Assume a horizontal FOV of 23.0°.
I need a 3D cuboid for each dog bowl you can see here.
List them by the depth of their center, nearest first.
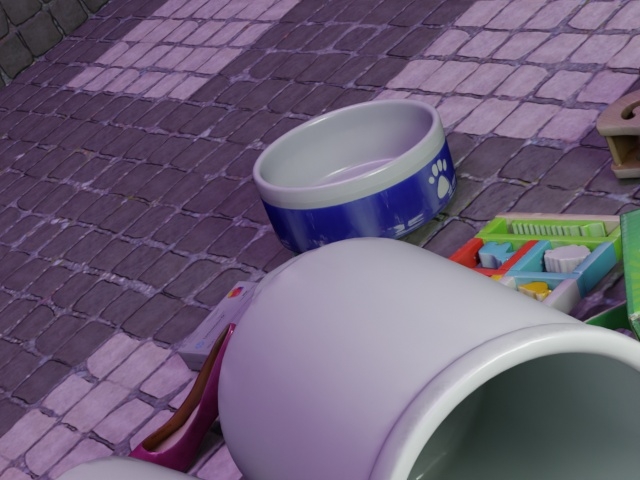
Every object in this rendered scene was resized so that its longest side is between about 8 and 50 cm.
[{"bbox_3d":[0.048,-0.089,2.138,0.265,0.104,0.265,-16,24,7],"label":"dog bowl"}]

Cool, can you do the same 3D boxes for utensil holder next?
[{"bbox_3d":[0.113,0.182,1.435,0.327,0.327,0.385,-37,26,-11],"label":"utensil holder"}]

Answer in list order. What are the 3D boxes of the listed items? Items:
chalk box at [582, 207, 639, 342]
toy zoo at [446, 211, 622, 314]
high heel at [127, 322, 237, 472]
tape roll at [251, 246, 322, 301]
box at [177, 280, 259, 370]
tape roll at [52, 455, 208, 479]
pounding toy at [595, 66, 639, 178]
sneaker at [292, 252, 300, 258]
[{"bbox_3d":[0.394,0.061,1.504,0.289,0.180,0.179,-19,30,20],"label":"chalk box"},{"bbox_3d":[0.215,0.046,1.781,0.192,0.030,0.293,3,28,39],"label":"toy zoo"},{"bbox_3d":[-0.170,0.205,1.902,0.244,0.117,0.082,-32,27,-2],"label":"high heel"},{"bbox_3d":[0.030,0.082,1.889,0.219,0.072,0.219,-9,27,5],"label":"tape roll"},{"bbox_3d":[-0.079,0.113,2.050,0.186,0.038,0.145,1,40,45],"label":"box"},{"bbox_3d":[-0.167,0.343,1.532,0.169,0.246,0.246,5,44,50],"label":"tape roll"},{"bbox_3d":[0.409,-0.154,1.873,0.154,0.155,0.269,-26,27,1],"label":"pounding toy"},{"bbox_3d":[0.000,0.000,2.165,0.098,0.038,0.069,-25,25,-8],"label":"sneaker"}]
